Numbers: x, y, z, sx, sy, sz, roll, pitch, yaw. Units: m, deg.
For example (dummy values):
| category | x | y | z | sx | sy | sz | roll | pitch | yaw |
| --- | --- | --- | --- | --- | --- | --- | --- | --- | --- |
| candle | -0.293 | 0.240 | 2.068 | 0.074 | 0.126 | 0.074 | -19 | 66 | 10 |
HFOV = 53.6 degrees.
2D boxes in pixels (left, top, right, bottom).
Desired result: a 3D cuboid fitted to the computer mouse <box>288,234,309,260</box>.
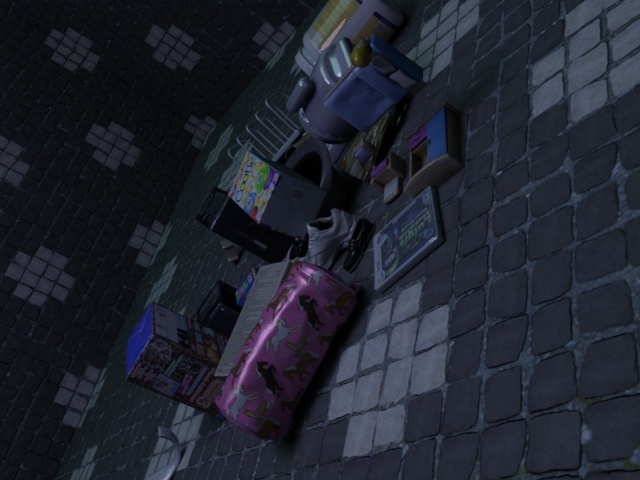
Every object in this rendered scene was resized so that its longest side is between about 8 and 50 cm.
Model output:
| category | x | y | z | sx | sy | sz | roll | pitch | yaw |
| --- | --- | --- | --- | --- | --- | --- | --- | --- | --- |
| computer mouse | -0.049 | 0.019 | 1.683 | 0.242 | 0.041 | 0.071 | -46 | -23 | -83 |

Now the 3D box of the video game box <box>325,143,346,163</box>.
| category | x | y | z | sx | sy | sz | roll | pitch | yaw |
| --- | --- | --- | --- | --- | --- | --- | --- | --- | --- |
| video game box | 0.046 | -0.344 | 2.035 | 0.205 | 0.048 | 0.187 | -60 | 20 | -2 |

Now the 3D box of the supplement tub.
| category | x | y | z | sx | sy | sz | roll | pitch | yaw |
| --- | --- | --- | --- | --- | --- | --- | --- | --- | --- |
| supplement tub | 0.092 | -0.685 | 2.115 | 0.331 | 0.241 | 0.241 | -48 | 24 | 25 |

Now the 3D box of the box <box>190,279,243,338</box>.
| category | x | y | z | sx | sy | sz | roll | pitch | yaw |
| --- | --- | --- | --- | --- | --- | --- | --- | --- | --- |
| box | -0.348 | 0.282 | 2.004 | 0.261 | 0.103 | 0.184 | -54 | 19 | 12 |

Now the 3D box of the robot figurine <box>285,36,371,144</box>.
| category | x | y | z | sx | sy | sz | roll | pitch | yaw |
| --- | --- | --- | --- | --- | --- | --- | --- | --- | --- |
| robot figurine | 0.057 | -0.406 | 1.775 | 0.353 | 0.300 | 0.199 | 125 | 136 | -55 |

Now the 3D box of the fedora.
| category | x | y | z | sx | sy | sz | roll | pitch | yaw |
| --- | --- | --- | --- | --- | --- | --- | --- | --- | --- |
| fedora | -0.008 | -0.141 | 1.776 | 0.243 | 0.124 | 0.275 | -50 | 35 | 29 |

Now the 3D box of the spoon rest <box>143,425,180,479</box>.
| category | x | y | z | sx | sy | sz | roll | pitch | yaw |
| --- | --- | --- | --- | --- | --- | --- | --- | --- | --- |
| spoon rest | -0.462 | 0.673 | 1.806 | 0.137 | 0.084 | 0.276 | -145 | 73 | -70 |

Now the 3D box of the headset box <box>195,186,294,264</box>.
| category | x | y | z | sx | sy | sz | roll | pitch | yaw |
| --- | --- | --- | --- | --- | --- | --- | --- | --- | --- |
| headset box | -0.235 | -0.047 | 1.986 | 0.131 | 0.246 | 0.283 | -61 | 21 | -2 |

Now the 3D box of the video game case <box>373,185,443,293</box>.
| category | x | y | z | sx | sy | sz | roll | pitch | yaw |
| --- | --- | --- | --- | --- | --- | --- | --- | --- | --- |
| video game case | 0.179 | -0.003 | 1.336 | 0.190 | 0.022 | 0.173 | -44 | 26 | 33 |

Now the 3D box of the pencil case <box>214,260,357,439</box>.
| category | x | y | z | sx | sy | sz | roll | pitch | yaw |
| --- | --- | --- | --- | --- | --- | --- | --- | --- | --- |
| pencil case | -0.067 | 0.230 | 1.370 | 0.160 | 0.167 | 0.386 | 19 | 78 | 51 |

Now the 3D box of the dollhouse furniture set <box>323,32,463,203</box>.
| category | x | y | z | sx | sy | sz | roll | pitch | yaw |
| --- | --- | --- | --- | --- | --- | --- | --- | --- | --- |
| dollhouse furniture set | 0.118 | -0.237 | 1.391 | 0.286 | 0.303 | 0.198 | -41 | 27 | 39 |

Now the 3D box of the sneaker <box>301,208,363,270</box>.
| category | x | y | z | sx | sy | sz | roll | pitch | yaw |
| --- | --- | --- | --- | --- | --- | --- | --- | --- | --- |
| sneaker | 0.000 | 0.000 | 1.593 | 0.232 | 0.115 | 0.090 | -48 | 24 | 25 |

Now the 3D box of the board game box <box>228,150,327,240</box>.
| category | x | y | z | sx | sy | sz | roll | pitch | yaw |
| --- | --- | --- | --- | --- | --- | --- | --- | --- | --- |
| board game box | -0.122 | -0.124 | 1.681 | 0.142 | 0.144 | 0.275 | -66 | 29 | 9 |

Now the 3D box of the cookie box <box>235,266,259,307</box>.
| category | x | y | z | sx | sy | sz | roll | pitch | yaw |
| --- | --- | --- | --- | --- | --- | --- | --- | --- | --- |
| cookie box | -0.219 | 0.148 | 1.980 | 0.107 | 0.040 | 0.092 | -54 | 21 | 11 |

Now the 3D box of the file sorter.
| category | x | y | z | sx | sy | sz | roll | pitch | yaw |
| --- | --- | --- | --- | --- | --- | --- | --- | --- | --- |
| file sorter | -0.187 | -0.385 | 2.354 | 0.277 | 0.173 | 0.193 | -46 | 4 | 31 |

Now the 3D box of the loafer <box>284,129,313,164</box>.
| category | x | y | z | sx | sy | sz | roll | pitch | yaw |
| --- | --- | --- | --- | --- | --- | --- | --- | --- | --- |
| loafer | -0.064 | -0.305 | 2.160 | 0.102 | 0.092 | 0.268 | -31 | 35 | 50 |

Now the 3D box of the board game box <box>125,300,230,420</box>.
| category | x | y | z | sx | sy | sz | roll | pitch | yaw |
| --- | --- | --- | --- | --- | --- | --- | --- | --- | --- |
| board game box | -0.363 | 0.323 | 1.725 | 0.141 | 0.291 | 0.232 | -58 | 21 | 6 |

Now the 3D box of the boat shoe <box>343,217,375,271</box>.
| category | x | y | z | sx | sy | sz | roll | pitch | yaw |
| --- | --- | --- | --- | --- | --- | --- | --- | --- | --- |
| boat shoe | 0.083 | 0.011 | 1.504 | 0.049 | 0.042 | 0.133 | 6 | 68 | 64 |

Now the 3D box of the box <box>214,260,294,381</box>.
| category | x | y | z | sx | sy | sz | roll | pitch | yaw |
| --- | --- | --- | --- | --- | --- | --- | --- | --- | --- |
| box | -0.125 | 0.215 | 1.558 | 0.148 | 0.121 | 0.311 | -13 | 48 | 53 |

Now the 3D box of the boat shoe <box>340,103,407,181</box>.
| category | x | y | z | sx | sy | sz | roll | pitch | yaw |
| --- | --- | --- | --- | --- | --- | --- | --- | --- | --- |
| boat shoe | 0.155 | -0.289 | 1.698 | 0.285 | 0.089 | 0.104 | -59 | -5 | -8 |

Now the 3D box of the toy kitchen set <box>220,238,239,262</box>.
| category | x | y | z | sx | sy | sz | roll | pitch | yaw |
| --- | --- | --- | --- | --- | --- | --- | --- | --- | --- |
| toy kitchen set | -0.274 | -0.040 | 2.320 | 0.207 | 0.166 | 0.122 | -22 | 23 | -6 |
